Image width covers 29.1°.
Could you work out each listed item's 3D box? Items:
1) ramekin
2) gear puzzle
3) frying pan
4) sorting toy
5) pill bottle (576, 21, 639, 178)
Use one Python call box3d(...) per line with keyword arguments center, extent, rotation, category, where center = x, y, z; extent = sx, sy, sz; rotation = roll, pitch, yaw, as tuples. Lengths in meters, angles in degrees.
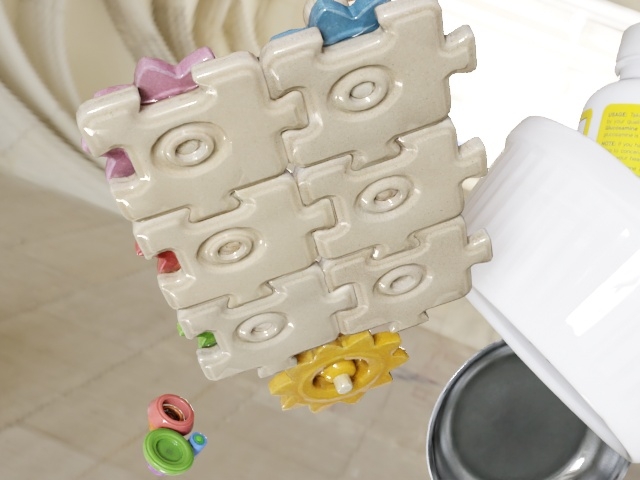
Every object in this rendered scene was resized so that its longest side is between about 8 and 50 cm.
box3d(center=(0.204, 0.047, 0.921), extent=(0.127, 0.273, 0.273), rotation=(-44, -9, -1), category="ramekin")
box3d(center=(0.000, 0.000, 0.645), extent=(0.339, 0.176, 0.044), rotation=(74, 176, -55), category="gear puzzle")
box3d(center=(0.235, 0.202, 1.105), extent=(0.197, 0.326, 0.053), rotation=(-54, 19, 5), category="frying pan")
box3d(center=(-0.145, 0.195, 1.181), extent=(0.042, 0.061, 0.102), rotation=(-56, 18, 32), category="sorting toy")
box3d(center=(0.347, -0.048, 1.279), extent=(0.188, 0.188, 0.333), rotation=(64, -140, -80), category="pill bottle")
